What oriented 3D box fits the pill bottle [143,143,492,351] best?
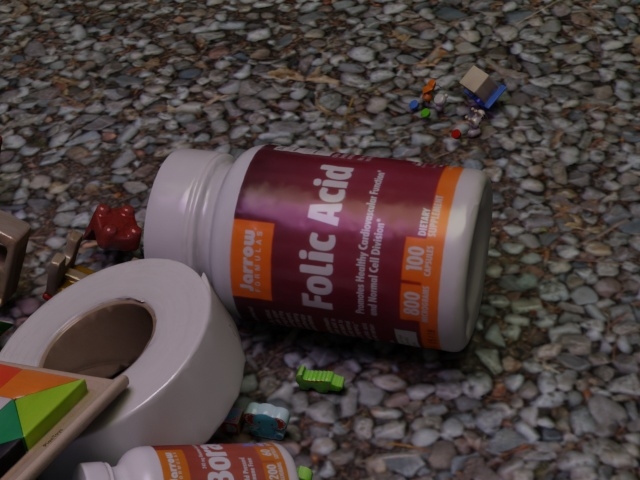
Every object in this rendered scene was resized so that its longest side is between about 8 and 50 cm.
[{"bbox_3d":[0.000,0.000,1.438,0.392,0.224,0.224,7,44,14],"label":"pill bottle"}]

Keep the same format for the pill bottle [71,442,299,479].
[{"bbox_3d":[-0.138,0.267,1.185,0.216,0.121,0.121,3,38,-24],"label":"pill bottle"}]

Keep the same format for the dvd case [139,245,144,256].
[{"bbox_3d":[-0.174,0.013,1.598,0.119,0.013,0.087,-26,46,-20],"label":"dvd case"}]

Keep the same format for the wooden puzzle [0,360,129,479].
[{"bbox_3d":[-0.343,0.182,1.169,0.239,0.044,0.221,1,27,26],"label":"wooden puzzle"}]

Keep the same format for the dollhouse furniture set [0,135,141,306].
[{"bbox_3d":[-0.412,-0.007,1.566,0.374,0.152,0.201,24,36,0],"label":"dollhouse furniture set"}]

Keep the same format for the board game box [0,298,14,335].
[{"bbox_3d":[-0.504,0.066,1.414,0.260,0.124,0.039,21,69,-20],"label":"board game box"}]

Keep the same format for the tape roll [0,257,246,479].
[{"bbox_3d":[-0.230,0.150,1.327,0.286,0.100,0.286,-18,35,13],"label":"tape roll"}]

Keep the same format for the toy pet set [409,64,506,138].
[{"bbox_3d":[0.220,-0.207,1.784,0.114,0.065,0.122,-50,46,5],"label":"toy pet set"}]

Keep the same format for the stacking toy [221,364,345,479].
[{"bbox_3d":[-0.097,0.200,1.355,0.221,0.052,0.167,6,43,12],"label":"stacking toy"}]
